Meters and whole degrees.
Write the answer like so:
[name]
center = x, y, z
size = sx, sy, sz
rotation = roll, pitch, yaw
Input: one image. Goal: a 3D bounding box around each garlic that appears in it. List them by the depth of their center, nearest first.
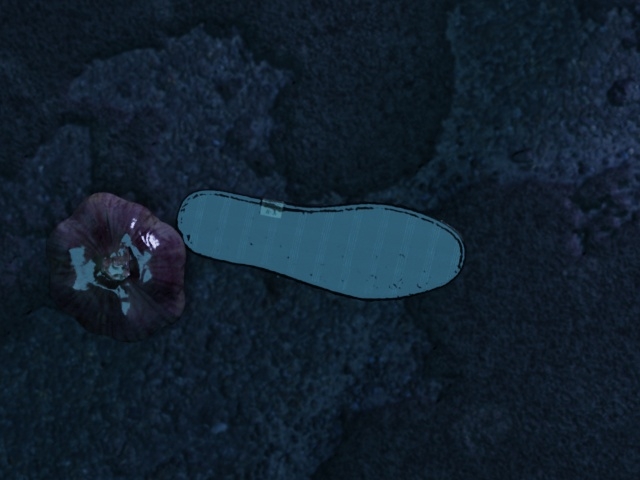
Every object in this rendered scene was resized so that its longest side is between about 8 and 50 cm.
[garlic]
center = -0.212, 0.029, 1.460
size = 0.147, 0.102, 0.159
rotation = -27, 94, 6

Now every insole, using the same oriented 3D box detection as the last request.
[insole]
center = 0.000, 0.000, 1.495
size = 0.309, 0.012, 0.110
rotation = 12, 97, 0
